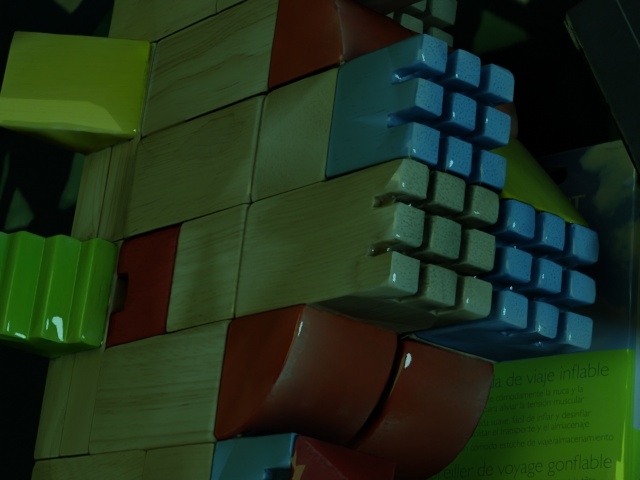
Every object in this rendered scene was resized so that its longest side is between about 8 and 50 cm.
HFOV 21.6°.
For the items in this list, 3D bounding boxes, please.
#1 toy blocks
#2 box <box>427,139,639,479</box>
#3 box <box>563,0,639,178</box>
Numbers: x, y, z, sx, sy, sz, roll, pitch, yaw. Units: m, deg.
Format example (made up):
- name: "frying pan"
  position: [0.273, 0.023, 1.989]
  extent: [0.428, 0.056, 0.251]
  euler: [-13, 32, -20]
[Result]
- name: "toy blocks"
  position: [0.000, 0.000, 0.697]
  extent: [0.261, 0.191, 0.381]
  euler: [-14, 63, 51]
- name: "box"
  position: [0.099, 0.052, 0.721]
  extent: [0.109, 0.042, 0.178]
  euler: [-11, 65, 39]
- name: "box"
  position: [0.218, -0.071, 0.618]
  extent: [0.207, 0.108, 0.153]
  euler: [-36, 51, 27]
